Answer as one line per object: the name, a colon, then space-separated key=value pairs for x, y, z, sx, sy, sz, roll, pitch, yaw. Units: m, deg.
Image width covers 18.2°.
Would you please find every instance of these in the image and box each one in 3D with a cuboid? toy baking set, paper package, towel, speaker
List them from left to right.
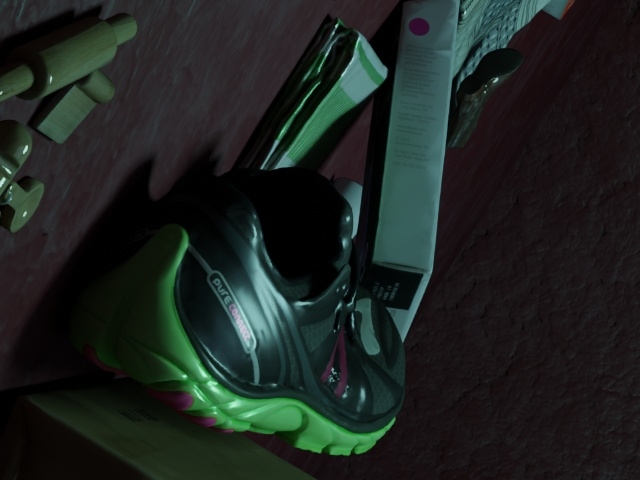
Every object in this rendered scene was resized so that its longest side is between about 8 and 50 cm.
toy baking set: x=-0.181 y=-0.031 z=1.104 sx=0.197 sy=0.030 sz=0.256 roll=-61 pitch=170 yaw=22
paper package: x=-0.106 y=0.249 z=1.556 sx=0.168 sy=0.309 sz=0.325 roll=-61 pitch=171 yaw=5
towel: x=-0.045 y=-0.038 z=1.784 sx=0.325 sy=0.038 sz=0.248 roll=-58 pitch=172 yaw=2
speaker: x=0.000 y=0.000 z=2.097 sx=0.136 sy=0.055 sz=0.055 roll=-54 pitch=170 yaw=-25
towel: x=0.202 y=-0.263 z=2.286 sx=0.312 sy=0.056 sz=0.324 roll=-52 pitch=170 yaw=-31

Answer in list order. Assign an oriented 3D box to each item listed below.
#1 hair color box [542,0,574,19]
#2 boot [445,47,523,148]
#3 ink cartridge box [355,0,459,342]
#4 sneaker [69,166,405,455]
hair color box: x=0.297 y=-0.347 z=2.455 sx=0.043 sy=0.072 sz=0.141 roll=-50 pitch=168 yaw=-39
boot: x=0.184 y=-0.161 z=2.305 sx=0.106 sy=0.037 sz=0.114 roll=-34 pitch=156 yaw=-28
ink cartridge box: x=0.084 y=-0.097 z=1.936 sx=0.176 sy=0.069 sz=0.371 roll=106 pitch=-5 yaw=-62
sneaker: x=-0.020 y=0.050 z=1.609 sx=0.202 sy=0.185 sz=0.483 roll=-60 pitch=162 yaw=4
